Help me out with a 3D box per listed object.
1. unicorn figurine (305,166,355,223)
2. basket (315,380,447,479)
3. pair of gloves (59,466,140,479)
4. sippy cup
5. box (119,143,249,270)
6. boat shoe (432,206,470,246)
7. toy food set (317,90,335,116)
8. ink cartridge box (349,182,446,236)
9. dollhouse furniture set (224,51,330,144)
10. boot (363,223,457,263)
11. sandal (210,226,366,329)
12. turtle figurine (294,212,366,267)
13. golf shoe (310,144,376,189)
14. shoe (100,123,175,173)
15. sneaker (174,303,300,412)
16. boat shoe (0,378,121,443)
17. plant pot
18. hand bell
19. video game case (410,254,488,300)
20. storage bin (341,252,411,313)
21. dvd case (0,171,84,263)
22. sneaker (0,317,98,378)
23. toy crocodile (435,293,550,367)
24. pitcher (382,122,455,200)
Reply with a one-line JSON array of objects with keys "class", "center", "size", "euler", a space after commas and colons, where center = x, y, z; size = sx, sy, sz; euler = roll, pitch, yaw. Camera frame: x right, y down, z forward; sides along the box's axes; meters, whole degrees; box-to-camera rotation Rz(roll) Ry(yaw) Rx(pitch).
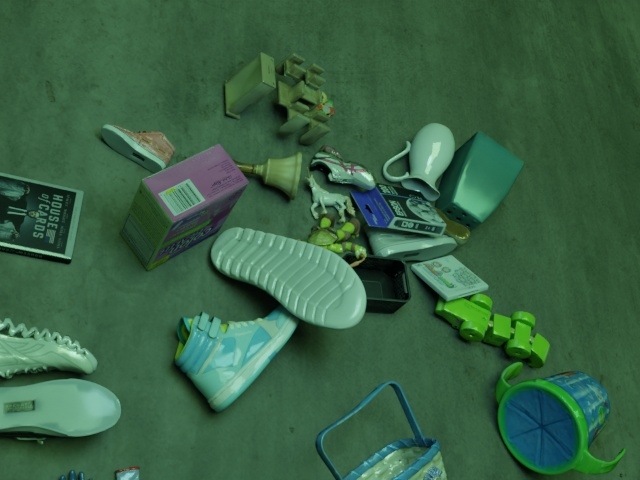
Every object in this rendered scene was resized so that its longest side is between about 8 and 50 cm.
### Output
[{"class": "unicorn figurine", "center": [0.013, -0.108, 2.080], "size": [0.161, 0.060, 0.111], "euler": [20, 52, -34]}, {"class": "basket", "center": [0.143, 0.483, 1.721], "size": [0.254, 0.201, 0.289], "euler": [-32, 90, -35]}, {"class": "pair of gloves", "center": [-0.424, 0.520, 1.533], "size": [0.198, 0.023, 0.159], "euler": [2, 61, -26]}, {"class": "sippy cup", "center": [0.600, 0.433, 1.977], "size": [0.224, 0.240, 0.306], "euler": [-13, 79, -42]}, {"class": "box", "center": [-0.308, -0.072, 1.778], "size": [0.213, 0.243, 0.117], "euler": [-32, 81, -36]}, {"class": "boat shoe", "center": [0.331, -0.037, 2.192], "size": [0.170, 0.059, 0.063], "euler": [35, 58, 21]}, {"class": "toy food set", "center": [0.001, -0.379, 2.240], "size": [0.082, 0.020, 0.083], "euler": [46, 53, 3]}, {"class": "ink cartridge box", "center": [0.201, -0.087, 2.095], "size": [0.208, 0.045, 0.206], "euler": [7, 27, -19]}, {"class": "dollhouse furniture set", "center": [-0.113, -0.380, 2.134], "size": [0.242, 0.161, 0.212], "euler": [19, 54, -39]}, {"class": "boot", "center": [0.240, -0.014, 2.113], "size": [0.258, 0.095, 0.123], "euler": [-5, 60, -32]}, {"class": "sandal", "center": [-0.065, 0.081, 1.831], "size": [0.416, 0.102, 0.169], "euler": [27, 74, 26]}, {"class": "turtle figurine", "center": [0.000, 0.000, 1.947], "size": [0.217, 0.269, 0.087], "euler": [-50, 132, -58]}, {"class": "golf shoe", "center": [0.061, -0.177, 2.125], "size": [0.186, 0.067, 0.086], "euler": [29, 63, 13]}, {"class": "shoe", "center": [-0.439, -0.239, 1.922], "size": [0.178, 0.063, 0.081], "euler": [34, 52, -13]}, {"class": "sneaker", "center": [-0.192, 0.200, 1.761], "size": [0.208, 0.127, 0.319], "euler": [43, 53, -1]}, {"class": "boat shoe", "center": [-0.544, 0.336, 1.524], "size": [0.306, 0.105, 0.113], "euler": [-3, 69, -21]}, {"class": "plant pot", "center": [0.431, -0.148, 2.244], "size": [0.165, 0.165, 0.234], "euler": [34, 61, -6]}, {"class": "hand bell", "center": [-0.177, -0.183, 2.009], "size": [0.241, 0.126, 0.126], "euler": [9, 59, -9]}, {"class": "video game case", "center": [0.341, 0.097, 2.100], "size": [0.143, 0.019, 0.157], "euler": [-12, 37, -31]}, {"class": "storage bin", "center": [0.126, 0.109, 1.994], "size": [0.180, 0.084, 0.122], "euler": [6, 61, -23]}, {"class": "dvd case", "center": [-0.651, -0.054, 1.732], "size": [0.238, 0.029, 0.179], "euler": [12, 59, -20]}, {"class": "sneaker", "center": [-0.590, 0.225, 1.571], "size": [0.292, 0.110, 0.118], "euler": [18, 64, -7]}, {"class": "toy crocodile", "center": [0.455, 0.233, 2.088], "size": [0.340, 0.105, 0.115], "euler": [23, 56, -8]}, {"class": "pitcher", "center": [0.281, -0.235, 2.250], "size": [0.177, 0.125, 0.207], "euler": [20, 66, 3]}]
